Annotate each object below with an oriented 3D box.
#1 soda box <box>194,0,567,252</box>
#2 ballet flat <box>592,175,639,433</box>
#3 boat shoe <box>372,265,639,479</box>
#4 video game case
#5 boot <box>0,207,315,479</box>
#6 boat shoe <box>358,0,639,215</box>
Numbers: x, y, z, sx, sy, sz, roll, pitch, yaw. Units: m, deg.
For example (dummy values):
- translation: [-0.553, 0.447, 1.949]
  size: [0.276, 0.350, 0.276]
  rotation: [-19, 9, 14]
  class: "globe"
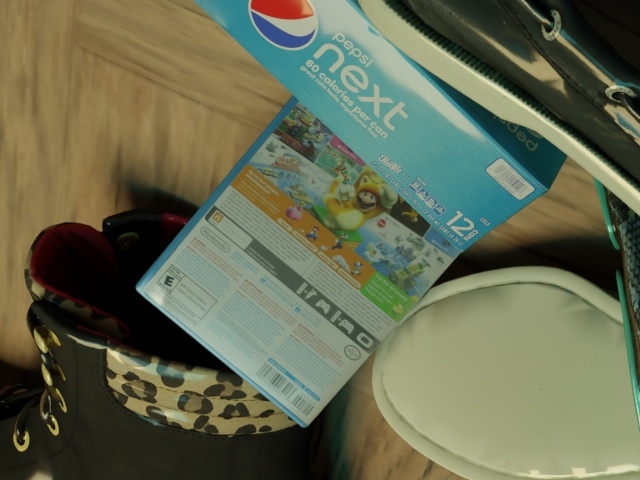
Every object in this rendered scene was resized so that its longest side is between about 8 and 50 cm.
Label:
- translation: [0.024, -0.098, 0.692]
  size: [0.210, 0.071, 0.067]
  rotation: [43, 136, -8]
  class: "soda box"
- translation: [0.157, 0.006, 0.648]
  size: [0.070, 0.070, 0.188]
  rotation: [-20, 75, 42]
  class: "ballet flat"
- translation: [0.171, 0.080, 0.725]
  size: [0.319, 0.116, 0.099]
  rotation: [-1, 162, 38]
  class: "boat shoe"
- translation: [0.000, 0.000, 0.765]
  size: [0.119, 0.015, 0.166]
  rotation: [40, 101, -4]
  class: "video game case"
- translation: [-0.163, 0.101, 0.933]
  size: [0.377, 0.138, 0.284]
  rotation: [21, 136, 10]
  class: "boot"
- translation: [0.171, -0.075, 0.581]
  size: [0.340, 0.127, 0.113]
  rotation: [35, 150, 14]
  class: "boat shoe"
